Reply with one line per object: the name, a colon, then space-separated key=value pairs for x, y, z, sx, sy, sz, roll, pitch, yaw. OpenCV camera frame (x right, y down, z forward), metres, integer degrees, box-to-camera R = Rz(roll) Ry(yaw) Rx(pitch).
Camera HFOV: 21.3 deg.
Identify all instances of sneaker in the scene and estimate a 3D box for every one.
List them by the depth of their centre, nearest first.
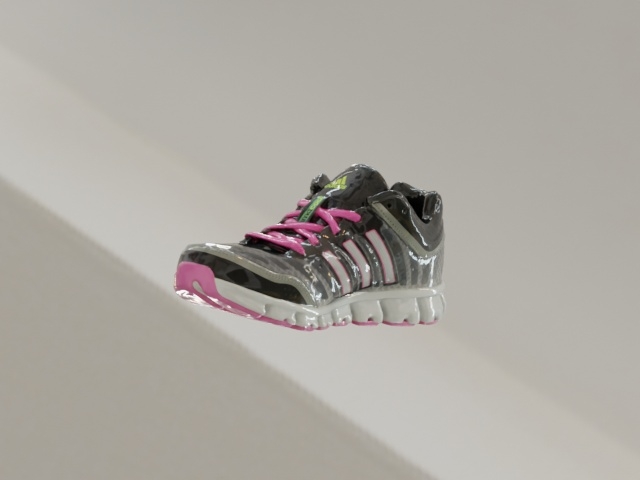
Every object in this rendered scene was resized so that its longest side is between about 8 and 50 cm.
sneaker: x=0.000 y=0.000 z=0.791 sx=0.063 sy=0.170 sz=0.075 roll=14 pitch=-81 yaw=43
